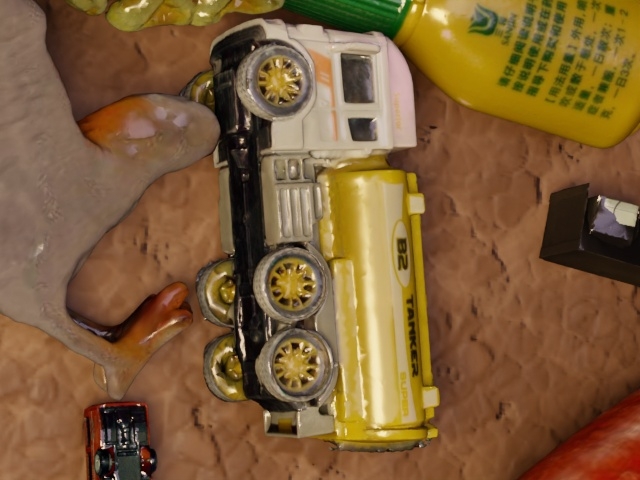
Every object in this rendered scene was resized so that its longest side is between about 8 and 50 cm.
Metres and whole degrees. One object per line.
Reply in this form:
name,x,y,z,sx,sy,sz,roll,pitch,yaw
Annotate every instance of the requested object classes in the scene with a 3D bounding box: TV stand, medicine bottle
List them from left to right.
medicine bottle,0.069,-0.126,1.020,0.260,0.064,0.095,15,98,-18
TV stand,0.254,0.020,1.084,0.256,0.049,0.040,15,78,-19

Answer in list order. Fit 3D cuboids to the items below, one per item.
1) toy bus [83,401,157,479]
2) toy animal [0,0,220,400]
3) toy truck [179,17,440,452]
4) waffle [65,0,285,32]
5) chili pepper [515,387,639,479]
toy bus,-0.102,0.137,0.936,0.031,0.043,0.110,0,82,-25
toy animal,-0.198,0.007,0.874,0.302,0.225,0.284,35,92,-26
toy truck,0.000,0.000,0.964,0.114,0.098,0.227,-4,88,-25
waffle,-0.057,-0.190,0.899,0.183,0.036,0.169,-11,107,-24
chili pepper,0.215,0.200,0.953,0.305,0.229,0.251,-37,61,-20
